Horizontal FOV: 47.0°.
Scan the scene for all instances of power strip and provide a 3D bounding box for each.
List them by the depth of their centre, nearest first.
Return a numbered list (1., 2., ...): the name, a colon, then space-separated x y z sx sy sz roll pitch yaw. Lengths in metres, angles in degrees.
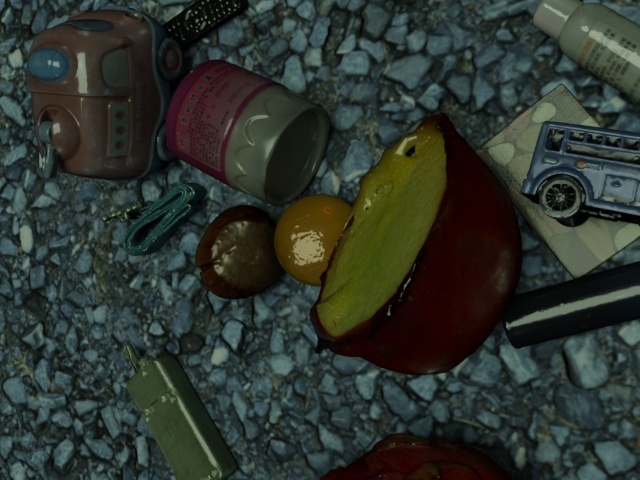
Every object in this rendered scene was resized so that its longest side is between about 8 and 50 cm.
1. power strip: -0.253 0.295 1.261 0.093 0.053 0.288 -39 74 21

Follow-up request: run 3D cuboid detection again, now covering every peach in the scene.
1. peach: 0.153 0.020 1.000 0.258 0.201 0.361 8 76 64

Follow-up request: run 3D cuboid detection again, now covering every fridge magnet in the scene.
1. fridge magnet: 0.000 0.000 1.127 0.143 0.063 0.142 -1 84 6

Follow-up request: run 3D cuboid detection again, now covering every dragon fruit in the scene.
1. dragon fruit: 0.142 0.395 0.959 0.343 0.278 0.277 23 101 55

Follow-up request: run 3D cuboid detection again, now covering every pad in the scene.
1. pad: 0.342 -0.082 1.013 0.158 0.003 0.235 -40 74 19

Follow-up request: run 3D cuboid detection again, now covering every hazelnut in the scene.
1. hazelnut: -0.129 0.019 1.170 0.143 0.143 0.154 11 86 25

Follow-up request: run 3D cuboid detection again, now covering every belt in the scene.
1. belt: -0.281 -0.051 1.275 0.179 0.065 0.100 -36 84 19

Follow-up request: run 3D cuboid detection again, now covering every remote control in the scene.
1. remote control: -0.233 -0.365 1.271 0.245 0.025 0.063 -24 79 23

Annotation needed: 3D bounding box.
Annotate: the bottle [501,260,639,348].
1. bottle: 0.363 0.077 0.967 0.245 0.072 0.082 -18 41 24

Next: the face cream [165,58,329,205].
1. face cream: -0.111 -0.166 1.131 0.195 0.175 0.175 28 101 24

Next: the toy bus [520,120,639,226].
1. toy bus: 0.411 -0.065 0.910 0.292 0.125 0.133 14 92 26

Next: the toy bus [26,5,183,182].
1. toy bus: -0.369 -0.234 1.205 0.197 0.232 0.294 11 107 25

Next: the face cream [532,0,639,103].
1. face cream: 0.395 -0.237 0.947 0.269 0.082 0.082 41 106 19
